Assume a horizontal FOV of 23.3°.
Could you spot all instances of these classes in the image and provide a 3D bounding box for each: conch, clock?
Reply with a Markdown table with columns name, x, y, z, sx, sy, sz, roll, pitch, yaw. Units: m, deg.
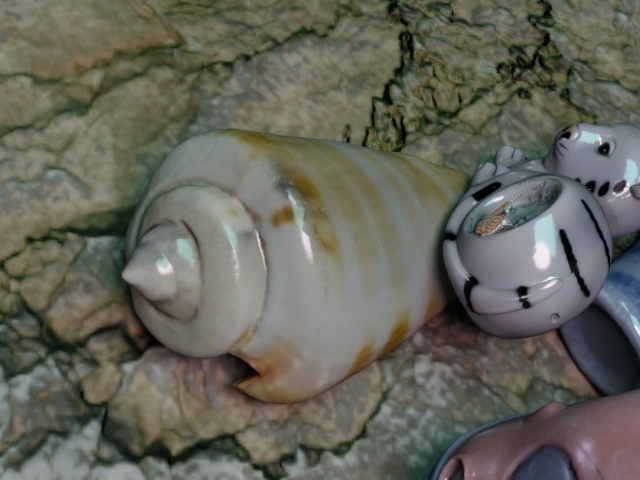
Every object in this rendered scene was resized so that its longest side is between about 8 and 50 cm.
| name | x | y | z | sx | sy | sz | roll | pitch | yaw |
| --- | --- | --- | --- | --- | --- | --- | --- | --- | --- |
| conch | 0.002 | -0.005 | 0.895 | 0.255 | 0.127 | 0.158 | -21 | 71 | -28 |
| clock | 0.147 | -0.013 | 0.915 | 0.080 | 0.117 | 0.176 | 60 | 32 | -18 |

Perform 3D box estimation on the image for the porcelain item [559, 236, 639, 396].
| name | x | y | z | sx | sy | sz | roll | pitch | yaw |
| --- | --- | --- | --- | --- | --- | --- | --- | --- | --- |
| porcelain item | 0.275 | 0.006 | 0.986 | 0.259 | 0.141 | 0.141 | -28 | 76 | -19 |

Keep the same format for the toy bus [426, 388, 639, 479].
| name | x | y | z | sx | sy | sz | roll | pitch | yaw |
| --- | --- | --- | --- | --- | --- | --- | --- | --- | --- |
| toy bus | 0.212 | 0.161 | 0.824 | 0.294 | 0.232 | 0.197 | -3 | 66 | -21 |
